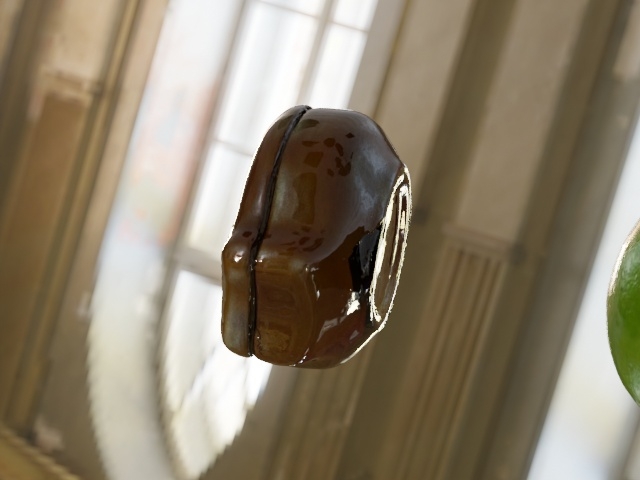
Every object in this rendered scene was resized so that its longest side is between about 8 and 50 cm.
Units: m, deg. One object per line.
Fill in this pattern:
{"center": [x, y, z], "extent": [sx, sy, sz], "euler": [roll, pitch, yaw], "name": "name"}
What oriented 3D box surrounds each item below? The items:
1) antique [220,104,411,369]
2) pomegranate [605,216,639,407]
{"center": [0.000, 0.000, 1.574], "extent": [0.129, 0.223, 0.278], "euler": [8, -157, 12], "name": "antique"}
{"center": [0.393, 0.068, 1.469], "extent": [0.310, 0.216, 0.358], "euler": [17, -141, 2], "name": "pomegranate"}
